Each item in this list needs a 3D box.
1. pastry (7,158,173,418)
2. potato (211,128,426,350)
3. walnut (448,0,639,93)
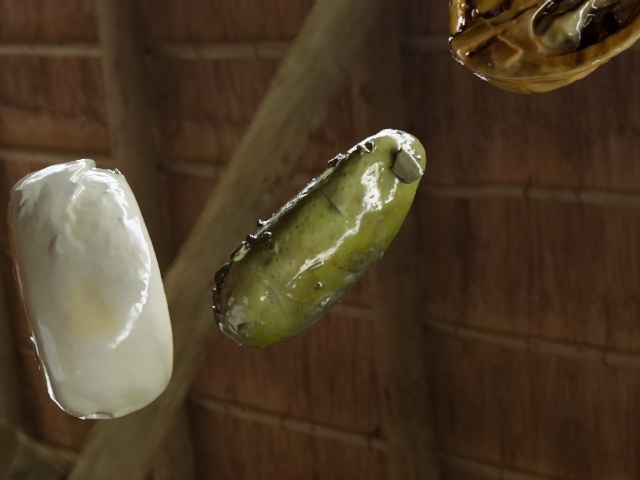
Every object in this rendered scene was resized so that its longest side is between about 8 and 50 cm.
[{"bbox_3d":[-0.232,0.052,1.323,0.133,0.265,0.265,-15,-141,-11],"label":"pastry"},{"bbox_3d":[0.000,0.000,1.062,0.090,0.117,0.225,46,-76,9],"label":"potato"},{"bbox_3d":[0.119,-0.114,0.639,0.121,0.052,0.091,-33,-116,7],"label":"walnut"}]
